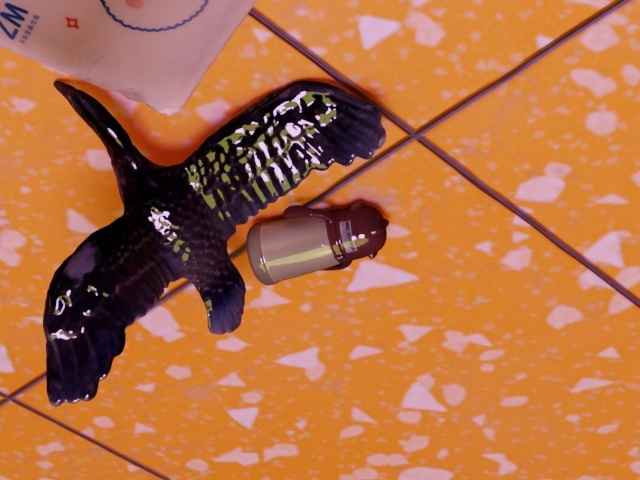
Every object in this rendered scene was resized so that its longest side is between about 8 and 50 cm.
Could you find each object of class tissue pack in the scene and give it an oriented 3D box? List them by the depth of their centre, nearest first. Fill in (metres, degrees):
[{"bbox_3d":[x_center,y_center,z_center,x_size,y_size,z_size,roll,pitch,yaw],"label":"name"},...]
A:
[{"bbox_3d":[-0.100,-0.174,0.779,0.148,0.092,0.196,22,139,-19],"label":"tissue pack"}]

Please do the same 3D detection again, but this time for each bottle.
[{"bbox_3d":[0.001,0.000,1.016,0.101,0.047,0.063,-14,164,16],"label":"bottle"}]

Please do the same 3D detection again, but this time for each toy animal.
[{"bbox_3d":[-0.118,-0.017,0.952,0.197,0.272,0.160,42,161,14],"label":"toy animal"}]
